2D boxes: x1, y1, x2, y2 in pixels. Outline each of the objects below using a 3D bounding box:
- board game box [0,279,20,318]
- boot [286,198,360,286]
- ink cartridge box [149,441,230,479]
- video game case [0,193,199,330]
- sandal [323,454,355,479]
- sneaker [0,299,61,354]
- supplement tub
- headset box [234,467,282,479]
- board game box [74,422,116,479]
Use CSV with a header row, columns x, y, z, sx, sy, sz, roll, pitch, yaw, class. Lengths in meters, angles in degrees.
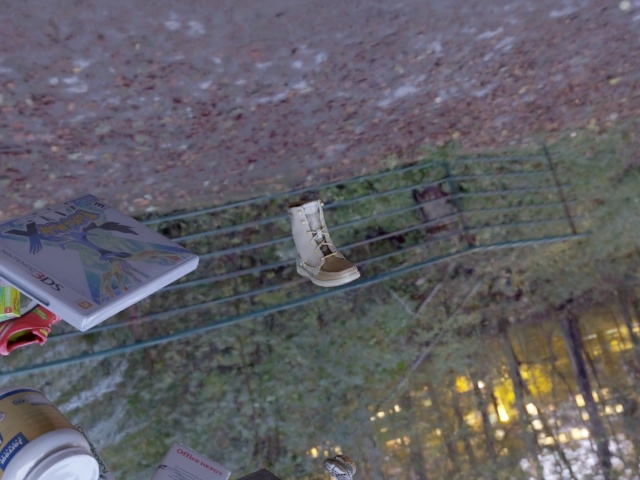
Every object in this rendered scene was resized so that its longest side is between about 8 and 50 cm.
x,y,z,sx,sy,sz,roll,pitch,yaw,class
-0.818,0.148,1.664,0.182,0.092,0.043,-9,163,0,board game box
0.000,0.000,1.758,0.095,0.203,0.262,-16,-164,-23,boot
-0.401,0.738,1.979,0.114,0.197,0.273,-62,180,28,ink cartridge box
-0.442,0.024,1.310,0.329,0.300,0.036,-34,149,-60,video game case
0.050,0.490,1.493,0.049,0.072,0.180,-52,157,-17,sandal
-0.774,0.234,1.914,0.279,0.118,0.107,-30,143,-37,sneaker
-0.463,0.340,1.114,0.200,0.144,0.144,28,-166,34,supplement tub
-0.169,0.658,1.429,0.247,0.282,0.131,-15,180,-22,headset box
-0.615,0.652,1.780,0.193,0.305,0.053,-39,169,14,board game box
